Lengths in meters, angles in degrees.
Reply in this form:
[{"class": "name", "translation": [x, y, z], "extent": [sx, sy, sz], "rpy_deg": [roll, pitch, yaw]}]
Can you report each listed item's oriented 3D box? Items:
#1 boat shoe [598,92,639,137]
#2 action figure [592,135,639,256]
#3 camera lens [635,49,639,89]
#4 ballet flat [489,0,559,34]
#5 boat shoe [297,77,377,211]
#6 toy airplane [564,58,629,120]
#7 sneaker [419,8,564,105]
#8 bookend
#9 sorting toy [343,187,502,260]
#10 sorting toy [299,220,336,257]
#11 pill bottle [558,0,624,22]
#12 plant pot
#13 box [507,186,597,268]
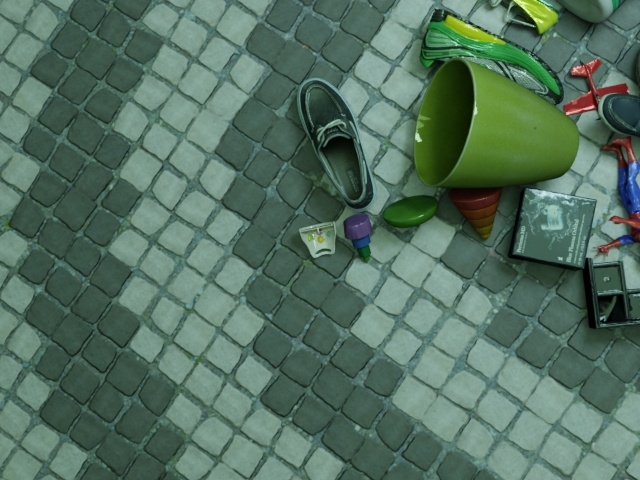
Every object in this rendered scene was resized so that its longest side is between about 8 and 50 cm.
[{"class": "boat shoe", "translation": [0.709, -0.252, 1.762], "extent": [0.255, 0.079, 0.095], "rpy_deg": [22, 88, -22]}, {"class": "action figure", "translation": [0.651, -0.073, 1.805], "extent": [0.139, 0.091, 0.280], "rpy_deg": [-17, 83, -3]}, {"class": "camera lens", "translation": [0.793, -0.388, 1.717], "extent": [0.220, 0.274, 0.219], "rpy_deg": [0, 86, 6]}, {"class": "ballet flat", "translation": [0.432, -0.550, 1.874], "extent": [0.231, 0.077, 0.077], "rpy_deg": [37, 107, 6]}, {"class": "boat shoe", "translation": [0.042, -0.228, 1.866], "extent": [0.121, 0.119, 0.335], "rpy_deg": [-27, 82, 5]}, {"class": "toy airplane", "translation": [0.617, -0.343, 1.857], "extent": [0.151, 0.028, 0.151], "rpy_deg": [0, 87, 7]}, {"class": "sneaker", "translation": [0.384, -0.385, 1.852], "extent": [0.344, 0.134, 0.146], "rpy_deg": [28, 107, 8]}, {"class": "bookend", "translation": [0.664, 0.109, 1.799], "extent": [0.157, 0.072, 0.156], "rpy_deg": [-5, 85, 5]}, {"class": "sorting toy", "translation": [0.239, -0.029, 1.858], "extent": [0.366, 0.127, 0.126], "rpy_deg": [-15, 114, 7]}, {"class": "sorting toy", "translation": [0.000, 0.000, 1.898], "extent": [0.083, 0.045, 0.075], "rpy_deg": [-12, 92, 5]}, {"class": "pill bottle", "translation": [0.668, -0.669, 1.787], "extent": [0.204, 0.204, 0.361], "rpy_deg": [44, 91, 7]}, {"class": "plant pot", "translation": [0.391, -0.227, 1.766], "extent": [0.294, 0.275, 0.274], "rpy_deg": [8, 87, -17]}, {"class": "box", "translation": [0.509, -0.025, 1.816], "extent": [0.158, 0.093, 0.155], "rpy_deg": [11, 87, 8]}]
